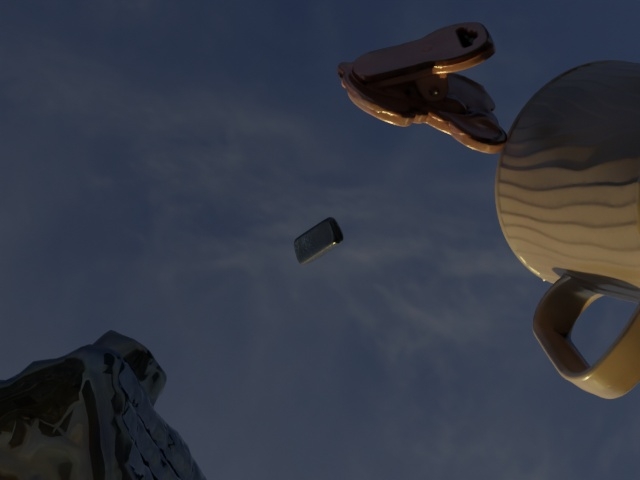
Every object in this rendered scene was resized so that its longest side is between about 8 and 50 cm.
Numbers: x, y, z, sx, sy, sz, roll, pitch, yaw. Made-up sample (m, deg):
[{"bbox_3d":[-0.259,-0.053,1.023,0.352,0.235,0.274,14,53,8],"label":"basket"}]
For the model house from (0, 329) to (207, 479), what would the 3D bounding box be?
[{"bbox_3d":[-0.244,0.260,0.837,0.400,0.445,0.395,-61,-29,-23],"label":"model house"}]

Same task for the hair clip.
[{"bbox_3d":[0.094,-0.127,1.124,0.138,0.123,0.102,-17,-58,0],"label":"hair clip"}]

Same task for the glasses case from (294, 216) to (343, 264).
[{"bbox_3d":[0.000,0.000,1.424,0.023,0.083,0.033,-5,-107,-36],"label":"glasses case"}]

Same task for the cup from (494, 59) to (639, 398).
[{"bbox_3d":[0.274,-0.029,1.090,0.288,0.273,0.208,-36,-75,-9],"label":"cup"}]
